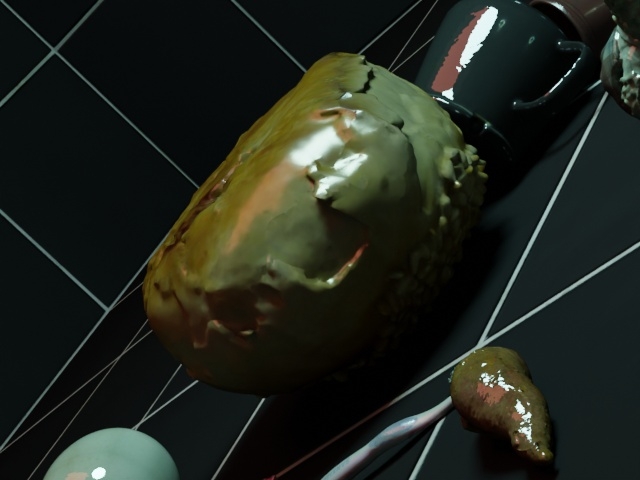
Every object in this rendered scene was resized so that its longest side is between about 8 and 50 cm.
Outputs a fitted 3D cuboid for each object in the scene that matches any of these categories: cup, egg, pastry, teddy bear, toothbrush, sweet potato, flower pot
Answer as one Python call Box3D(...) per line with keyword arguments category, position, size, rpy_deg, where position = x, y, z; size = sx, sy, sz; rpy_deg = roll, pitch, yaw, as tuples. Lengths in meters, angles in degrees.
Box3D(category="cup", position=(0.198, -0.165, 1.880), size=(0.223, 0.169, 0.176), rpy_deg=(5, 54, 56))
Box3D(category="egg", position=(-0.224, 0.280, 1.866), size=(0.151, 0.151, 0.209), rpy_deg=(-43, 2, 19))
Box3D(category="pastry", position=(0.000, 0.000, 1.757), size=(0.409, 0.245, 0.409), rpy_deg=(-48, 10, 11))
Box3D(category="teddy bear", position=(0.267, -0.154, 1.327), size=(0.133, 0.213, 0.111), rpy_deg=(-46, 30, -24))
Box3D(category="toothbrush", position=(0.053, 0.175, 1.470), size=(0.269, 0.027, 0.021), rpy_deg=(-43, 23, 26))
Box3D(category="sweet potato", position=(0.130, 0.116, 1.266), size=(0.068, 0.068, 0.226), rpy_deg=(-46, 10, 3))
Box3D(category="flower pot", position=(0.298, -0.243, 1.954), size=(0.089, 0.111, 0.111), rpy_deg=(-35, 5, -22))

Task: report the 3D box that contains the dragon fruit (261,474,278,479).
Box3D(category="dragon fruit", position=(-0.084, 0.281, 1.491), size=(0.162, 0.083, 0.106), rpy_deg=(-21, 40, 28))
